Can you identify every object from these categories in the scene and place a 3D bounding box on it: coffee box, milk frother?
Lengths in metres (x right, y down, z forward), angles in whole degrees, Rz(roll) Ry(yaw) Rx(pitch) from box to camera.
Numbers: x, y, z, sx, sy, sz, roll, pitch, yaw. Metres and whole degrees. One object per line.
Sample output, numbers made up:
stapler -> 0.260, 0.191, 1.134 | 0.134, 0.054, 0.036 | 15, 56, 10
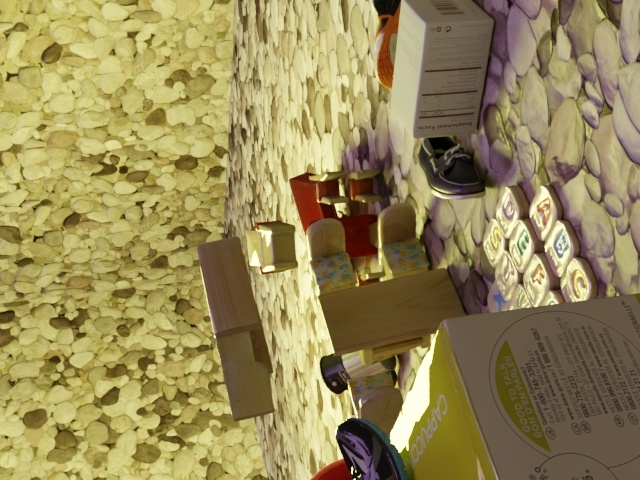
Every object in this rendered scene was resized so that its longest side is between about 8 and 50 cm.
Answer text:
coffee box -> 0.258, 0.269, 0.807 | 0.338, 0.334, 0.338 | 103, 156, -53
milk frother -> 0.088, 0.237, 1.942 | 0.129, 0.134, 0.143 | 45, -149, -32

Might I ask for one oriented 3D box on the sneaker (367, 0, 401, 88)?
sneaker -> 0.114, -0.391, 1.591 | 0.121, 0.099, 0.263 | -111, 21, -59

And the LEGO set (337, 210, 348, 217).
LEGO set -> 0.062, -0.030, 2.112 | 0.054, 0.023, 0.083 | -134, 24, -84

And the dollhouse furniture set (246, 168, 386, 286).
dollhouse furniture set -> 0.000, 0.000, 1.881 | 0.135, 0.259, 0.262 | -179, 84, -66

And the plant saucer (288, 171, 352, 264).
plant saucer -> 0.010, -0.021, 2.044 | 0.259, 0.047, 0.259 | -45, -61, -80

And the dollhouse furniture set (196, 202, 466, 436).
dollhouse furniture set -> 0.028, 0.108, 1.509 | 0.257, 0.393, 0.362 | 85, 170, -49

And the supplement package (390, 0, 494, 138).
supplement package -> 0.172, -0.252, 1.388 | 0.105, 0.105, 0.179 | -116, 24, -51

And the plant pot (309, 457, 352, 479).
plant pot -> 0.091, 0.581, 1.801 | 0.243, 0.274, 0.275 | 80, 174, -49

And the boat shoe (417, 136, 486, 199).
boat shoe -> 0.192, -0.115, 1.440 | 0.206, 0.075, 0.065 | -117, 22, -66

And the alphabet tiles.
alphabet tiles -> 0.281, 0.073, 1.274 | 0.278, 0.021, 0.284 | 103, 156, -53

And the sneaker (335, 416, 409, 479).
sneaker -> 0.039, 0.239, 0.818 | 0.067, 0.078, 0.188 | 109, 154, -58
